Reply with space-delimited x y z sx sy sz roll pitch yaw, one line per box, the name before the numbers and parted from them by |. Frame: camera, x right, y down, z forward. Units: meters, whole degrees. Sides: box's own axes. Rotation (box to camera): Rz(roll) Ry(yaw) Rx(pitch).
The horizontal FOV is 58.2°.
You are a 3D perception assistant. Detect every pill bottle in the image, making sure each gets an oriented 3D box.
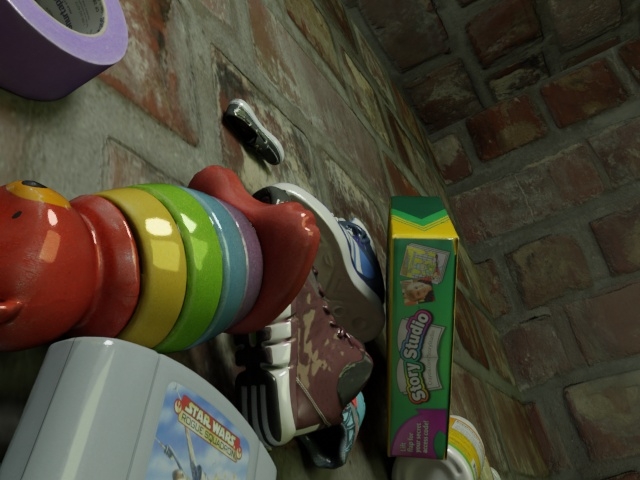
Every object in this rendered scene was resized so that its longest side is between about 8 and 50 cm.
pill bottle | 0.225 0.400 1.052 0.245 0.136 0.136 4 64 -68

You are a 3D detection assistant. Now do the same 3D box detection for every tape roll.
tape roll | -0.287 -0.240 0.565 0.189 0.080 0.189 50 26 -36

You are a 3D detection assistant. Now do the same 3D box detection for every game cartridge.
game cartridge | -0.116 0.208 0.443 0.297 0.062 0.198 60 30 -45

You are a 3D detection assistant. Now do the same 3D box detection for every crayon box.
crayon box | 0.167 0.128 0.998 0.313 0.106 0.363 -70 159 -74

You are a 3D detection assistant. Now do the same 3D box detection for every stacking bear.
stacking bear | -0.163 0.020 0.484 0.175 0.164 0.289 28 15 31

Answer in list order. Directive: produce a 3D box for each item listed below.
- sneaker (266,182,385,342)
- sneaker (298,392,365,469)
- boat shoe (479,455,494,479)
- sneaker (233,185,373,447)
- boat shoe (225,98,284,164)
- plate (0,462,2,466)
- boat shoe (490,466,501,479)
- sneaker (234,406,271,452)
sneaker | 0.001 0.000 0.972 0.323 0.130 0.236 53 17 -26
sneaker | -0.021 0.183 0.730 0.262 0.104 0.125 57 25 -21
boat shoe | 0.344 0.593 1.235 0.104 0.089 0.285 89 -12 -72
sneaker | -0.017 0.084 0.669 0.162 0.106 0.281 7 77 -40
boat shoe | -0.115 -0.176 0.982 0.142 0.049 0.040 50 44 -33
plate | -0.217 0.215 0.315 0.188 0.024 0.188 50 25 -34
boat shoe | 0.421 0.656 1.363 0.081 0.079 0.227 9 54 -56
sneaker | -0.082 0.213 0.644 0.083 0.031 0.035 50 25 -37
